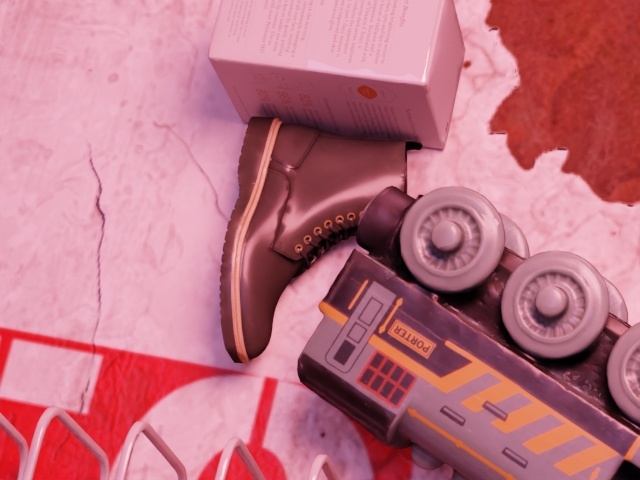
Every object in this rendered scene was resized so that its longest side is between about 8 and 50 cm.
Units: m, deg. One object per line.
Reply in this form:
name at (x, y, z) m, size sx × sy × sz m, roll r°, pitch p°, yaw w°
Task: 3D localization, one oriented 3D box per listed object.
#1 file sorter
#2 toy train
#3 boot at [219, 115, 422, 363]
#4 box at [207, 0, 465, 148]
file sorter at (-0.127, 0.225, 1.340) m, size 0.278 × 0.193 × 0.173 m, roll 9°, pitch 70°, yaw 12°
toy train at (0.145, 0.099, 1.372) m, size 0.334 × 0.142 × 0.190 m, roll 33°, pitch 92°, yaw 18°
boot at (0.000, 0.000, 1.463) m, size 0.137 × 0.077 × 0.198 m, roll 5°, pitch 73°, yaw 7°
box at (0.016, -0.145, 1.476) m, size 0.170 × 0.130 × 0.091 m, roll 8°, pitch 72°, yaw 13°
